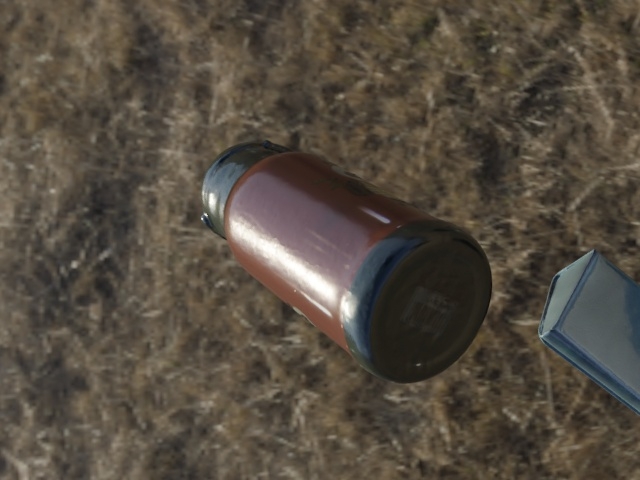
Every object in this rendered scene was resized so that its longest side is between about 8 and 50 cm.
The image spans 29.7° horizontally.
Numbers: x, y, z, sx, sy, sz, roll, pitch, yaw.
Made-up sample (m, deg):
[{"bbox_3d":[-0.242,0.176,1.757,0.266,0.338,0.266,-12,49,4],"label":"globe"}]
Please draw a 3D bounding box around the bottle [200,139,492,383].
[{"bbox_3d":[0.000,0.000,1.119,0.336,0.144,0.144,32,108,49],"label":"bottle"}]

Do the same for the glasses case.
[{"bbox_3d":[0.336,0.130,1.209,0.105,0.266,0.056,-57,13,-18],"label":"glasses case"}]
